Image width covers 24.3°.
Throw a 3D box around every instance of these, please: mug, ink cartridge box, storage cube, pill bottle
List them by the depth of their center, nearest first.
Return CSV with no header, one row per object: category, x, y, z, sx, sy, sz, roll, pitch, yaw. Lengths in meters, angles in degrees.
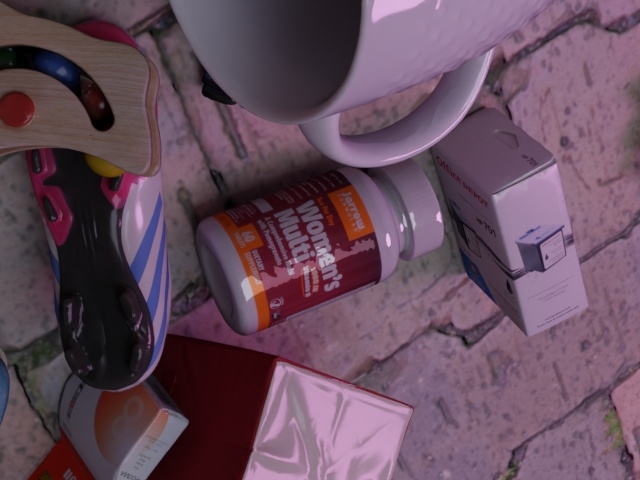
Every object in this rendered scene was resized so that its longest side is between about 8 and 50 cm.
mug,0.068,-0.232,1.254,0.328,0.276,0.374,-23,131,-33
ink cartridge box,-0.220,0.196,1.421,0.179,0.145,0.045,-51,131,3
pill bottle,0.000,0.000,1.445,0.221,0.121,0.121,-22,125,-16
storage cube,-0.058,0.211,1.453,0.215,0.193,0.184,25,78,-37
ink cartridge box,0.194,-0.020,1.527,0.082,0.139,0.191,-28,126,-9

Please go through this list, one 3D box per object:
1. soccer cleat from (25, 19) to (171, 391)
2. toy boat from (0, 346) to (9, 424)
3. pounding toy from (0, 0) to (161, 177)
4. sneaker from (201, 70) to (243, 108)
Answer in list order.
soccer cleat,-0.195,-0.031,1.343,0.116,0.143,0.331,0,98,3
toy boat,-0.360,0.110,1.259,0.267,0.148,0.318,-7,127,-46
pounding toy,-0.260,-0.112,1.184,0.269,0.155,0.154,18,92,0
sneaker,-0.087,-0.169,1.340,0.152,0.058,0.085,33,90,-44
